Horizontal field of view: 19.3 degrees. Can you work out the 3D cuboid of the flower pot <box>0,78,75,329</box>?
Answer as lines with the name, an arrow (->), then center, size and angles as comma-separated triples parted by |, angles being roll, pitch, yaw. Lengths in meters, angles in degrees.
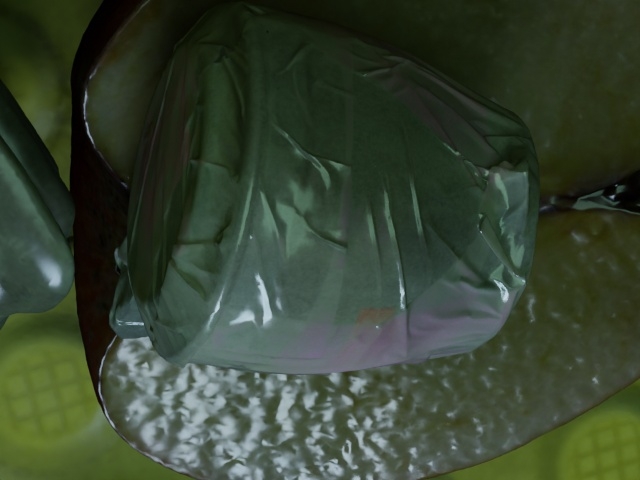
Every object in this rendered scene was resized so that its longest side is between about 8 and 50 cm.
flower pot -> -0.309, 0.034, 0.972 | 0.368, 0.254, 0.164 | -32, 114, -4

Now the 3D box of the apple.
apple -> 0.038, -0.029, 1.022 | 0.365, 0.329, 0.295 | -8, 74, -1

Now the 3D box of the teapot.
teapot -> 0.003, 0.008, 0.875 | 0.178, 0.163, 0.221 | 10, 126, -18
